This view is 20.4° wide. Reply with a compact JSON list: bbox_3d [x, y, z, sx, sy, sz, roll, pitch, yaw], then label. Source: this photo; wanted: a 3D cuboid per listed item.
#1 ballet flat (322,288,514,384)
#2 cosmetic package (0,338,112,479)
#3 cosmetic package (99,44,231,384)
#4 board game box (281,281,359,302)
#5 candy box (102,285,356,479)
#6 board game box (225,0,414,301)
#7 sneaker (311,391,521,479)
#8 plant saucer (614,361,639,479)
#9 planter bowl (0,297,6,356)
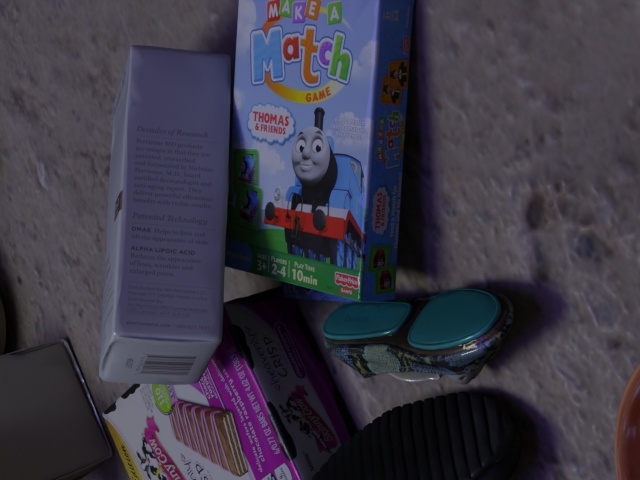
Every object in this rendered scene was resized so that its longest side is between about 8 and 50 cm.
[{"bbox_3d":[0.079,0.070,1.232,0.188,0.070,0.070,0,101,55],"label":"ballet flat"},{"bbox_3d":[-0.344,0.220,1.734,0.296,0.153,0.129,-39,73,51],"label":"cosmetic package"},{"bbox_3d":[-0.118,-0.018,1.335,0.117,0.085,0.231,122,149,-65],"label":"cosmetic package"},{"bbox_3d":[0.000,0.000,1.333,0.090,0.020,0.090,1,102,50],"label":"board game box"},{"bbox_3d":[-0.076,0.159,1.439,0.233,0.071,0.159,-44,67,49],"label":"candy box"},{"bbox_3d":[-0.004,-0.073,1.277,0.160,0.039,0.211,12,101,49],"label":"board game box"},{"bbox_3d":[0.046,0.237,1.289,0.330,0.146,0.122,-42,25,28],"label":"sneaker"},{"bbox_3d":[0.258,0.142,1.040,0.200,0.037,0.200,19,115,47],"label":"plant saucer"},{"bbox_3d":[-0.378,0.089,1.757,0.162,0.109,0.162,1,91,56],"label":"planter bowl"}]
